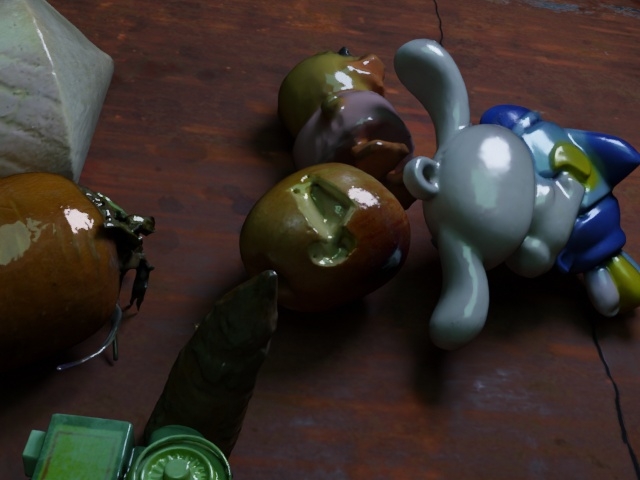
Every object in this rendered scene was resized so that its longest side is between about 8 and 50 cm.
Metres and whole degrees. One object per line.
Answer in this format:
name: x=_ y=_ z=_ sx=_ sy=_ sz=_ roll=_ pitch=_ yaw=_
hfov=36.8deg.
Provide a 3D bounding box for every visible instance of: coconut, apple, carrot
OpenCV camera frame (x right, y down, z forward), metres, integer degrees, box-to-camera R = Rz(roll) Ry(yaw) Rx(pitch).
coconut: x=-0.391 y=-0.167 z=1.121 sx=0.329 sy=0.328 sz=0.328 roll=8 pitch=43 yaw=-8
apple: x=0.000 y=0.000 z=1.125 sx=0.199 sy=0.199 sz=0.199 roll=8 pitch=43 yaw=-8
carrot: x=-0.093 y=0.122 z=0.917 sx=0.102 sy=0.263 sz=0.102 roll=17 pitch=38 yaw=-14
carrot: x=-0.309 y=0.033 z=0.992 sx=0.331 sy=0.193 sz=0.214 roll=-24 pitch=57 yaw=-34

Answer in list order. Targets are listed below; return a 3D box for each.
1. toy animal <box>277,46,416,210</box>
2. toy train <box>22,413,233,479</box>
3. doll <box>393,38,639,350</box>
toy animal: x=0.031 y=-0.158 z=1.320 sx=0.169 sy=0.195 sz=0.281 roll=-27 pitch=50 yaw=14
toy train: x=-0.174 y=0.276 z=0.810 sx=0.188 sy=0.159 sz=0.271 roll=7 pitch=44 yaw=0
doll: x=0.253 y=-0.048 z=1.222 sx=0.366 sy=0.187 sz=0.376 roll=7 pitch=87 yaw=-29
